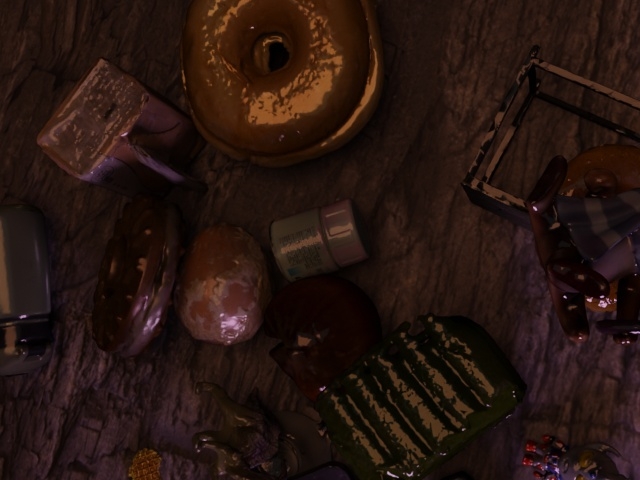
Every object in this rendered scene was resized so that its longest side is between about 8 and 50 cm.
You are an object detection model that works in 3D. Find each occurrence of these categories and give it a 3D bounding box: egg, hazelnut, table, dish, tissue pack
[{"bbox_3d":[-0.189,0.084,1.809,0.203,0.203,0.245,-5,75,14],"label":"egg"},{"bbox_3d":[0.007,0.190,1.744,0.217,0.217,0.252,-19,91,11],"label":"hazelnut"},{"bbox_3d":[0.466,-0.132,1.661,0.335,0.222,0.272,28,89,15],"label":"table"},{"bbox_3d":[-0.068,0.417,1.797,0.246,0.078,0.224,-38,74,7],"label":"dish"},{"bbox_3d":[-0.349,-0.179,1.831,0.238,0.305,0.239,-2,81,14],"label":"tissue pack"}]

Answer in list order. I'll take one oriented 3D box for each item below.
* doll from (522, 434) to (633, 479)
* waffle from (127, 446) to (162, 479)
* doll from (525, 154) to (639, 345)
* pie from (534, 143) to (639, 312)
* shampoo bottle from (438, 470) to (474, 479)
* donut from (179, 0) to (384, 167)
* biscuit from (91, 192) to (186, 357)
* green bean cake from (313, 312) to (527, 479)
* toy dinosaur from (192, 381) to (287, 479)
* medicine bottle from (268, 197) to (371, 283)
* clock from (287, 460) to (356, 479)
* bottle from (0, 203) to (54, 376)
[{"bbox_3d":[0.459,0.403,1.673,0.194,0.062,0.104,13,68,25],"label":"doll"},{"bbox_3d":[-0.349,0.461,1.895,0.078,0.016,0.085,12,85,15],"label":"waffle"},{"bbox_3d":[0.476,0.022,1.356,0.339,0.209,0.318,-6,95,5],"label":"doll"},{"bbox_3d":[0.468,-0.020,1.496,0.273,0.069,0.274,0,92,7],"label":"pie"},{"bbox_3d":[0.306,0.591,1.679,0.134,0.078,0.360,-25,77,6],"label":"shampoo bottle"},{"bbox_3d":[-0.076,-0.360,1.842,0.448,0.198,0.449,-2,83,14],"label":"donut"},{"bbox_3d":[-0.353,0.066,1.809,0.103,0.332,0.332,18,86,-25],"label":"biscuit"},{"bbox_3d":[0.175,0.282,1.634,0.335,0.319,0.218,-36,73,3],"label":"green bean cake"},{"bbox_3d":[-0.151,0.367,1.731,0.162,0.077,0.294,4,43,-13],"label":"toy dinosaur"},{"bbox_3d":[0.000,0.000,1.807,0.168,0.135,0.135,-19,78,12],"label":"medicine bottle"},{"bbox_3d":[-0.019,0.557,1.715,0.273,0.049,0.279,-26,103,15],"label":"clock"},{"bbox_3d":[-0.639,0.106,1.945,0.168,0.168,0.347,-9,85,13],"label":"bottle"}]
